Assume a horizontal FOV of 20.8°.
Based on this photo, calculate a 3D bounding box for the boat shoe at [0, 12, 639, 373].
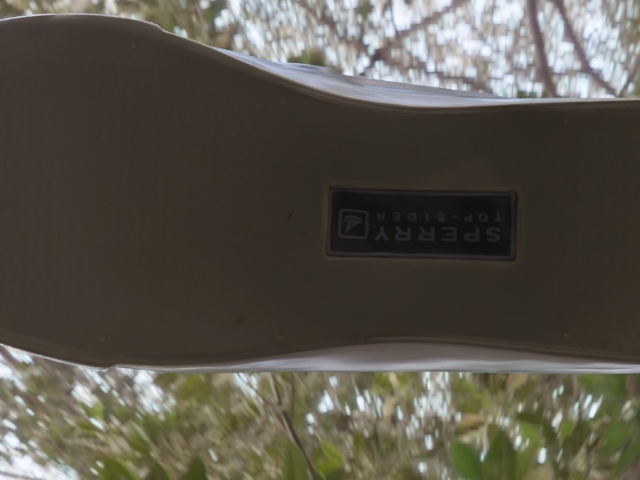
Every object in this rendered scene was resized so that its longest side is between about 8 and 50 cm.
[{"bbox_3d":[0.001,-0.001,0.415,0.228,0.081,0.079,6,-99,6],"label":"boat shoe"}]
